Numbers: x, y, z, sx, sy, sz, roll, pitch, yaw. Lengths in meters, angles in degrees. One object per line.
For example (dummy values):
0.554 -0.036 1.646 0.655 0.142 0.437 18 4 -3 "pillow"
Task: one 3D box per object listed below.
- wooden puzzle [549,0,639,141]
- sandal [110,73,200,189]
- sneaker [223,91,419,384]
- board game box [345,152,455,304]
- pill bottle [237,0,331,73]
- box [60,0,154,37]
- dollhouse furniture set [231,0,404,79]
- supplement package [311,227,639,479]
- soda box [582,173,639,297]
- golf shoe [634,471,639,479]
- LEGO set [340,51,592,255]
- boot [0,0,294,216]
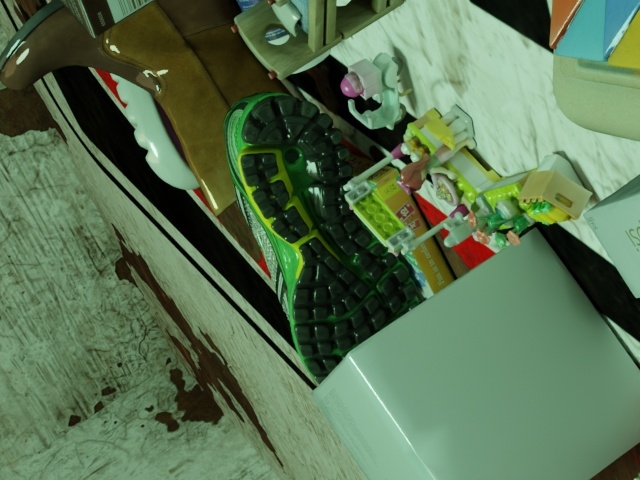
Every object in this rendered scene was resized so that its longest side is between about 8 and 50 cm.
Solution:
0.166 -0.157 0.759 0.221 0.044 0.239 -155 59 -65 "wooden puzzle"
-0.193 -0.262 1.807 0.416 0.102 0.169 67 -161 -1 "sandal"
0.000 0.000 1.622 0.146 0.134 0.344 -136 26 -67 "sneaker"
0.100 0.032 1.643 0.259 0.039 0.124 58 167 -21 "board game box"
-0.038 -0.215 1.457 0.120 0.067 0.067 62 165 -23 "pill bottle"
-0.227 -0.349 1.589 0.203 0.168 0.167 47 165 31 "box"
-0.037 -0.249 1.243 0.184 0.129 0.129 52 166 17 "dollhouse furniture set"
0.139 0.146 1.410 0.199 0.198 0.263 55 167 6 "supplement package"
0.237 -0.020 0.942 0.069 0.074 0.216 57 167 -1 "soda box"
0.303 0.194 1.127 0.140 0.115 0.306 55 168 11 "golf shoe"
0.103 -0.038 1.298 0.287 0.107 0.132 41 160 48 "LEGO set"
-0.175 -0.149 1.698 0.280 0.264 0.096 58 175 0 "boot"
